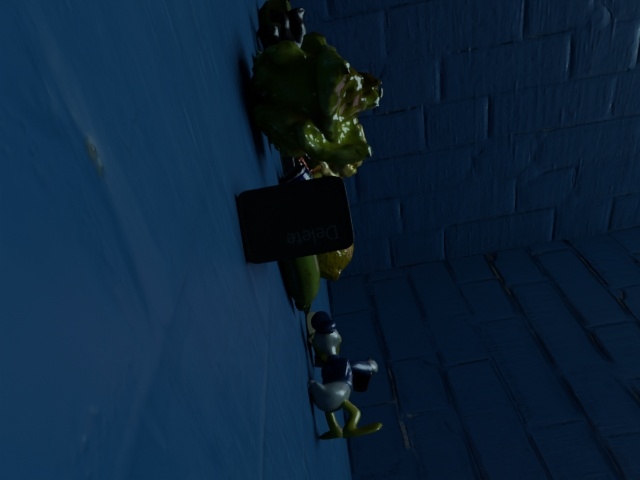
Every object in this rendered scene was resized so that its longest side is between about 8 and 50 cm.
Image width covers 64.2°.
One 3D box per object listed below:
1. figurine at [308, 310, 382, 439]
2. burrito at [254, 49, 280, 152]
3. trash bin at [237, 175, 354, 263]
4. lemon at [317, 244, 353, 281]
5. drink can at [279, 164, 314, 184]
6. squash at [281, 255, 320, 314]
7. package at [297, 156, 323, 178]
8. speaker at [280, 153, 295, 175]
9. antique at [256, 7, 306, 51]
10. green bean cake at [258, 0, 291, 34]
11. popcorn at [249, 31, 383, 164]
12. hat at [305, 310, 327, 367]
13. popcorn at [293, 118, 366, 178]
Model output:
[{"bbox_3d":[0.067,0.355,1.432,0.283,0.204,0.338,-2,70,-57],"label":"figurine"},{"bbox_3d":[-0.135,-0.383,1.400,0.104,0.054,0.288,-88,168,-80],"label":"burrito"},{"bbox_3d":[-0.038,-0.024,0.873,0.225,0.165,0.115,93,-13,-86],"label":"trash bin"},{"bbox_3d":[0.000,0.000,1.463,0.188,0.188,0.257,76,-3,-66],"label":"lemon"},{"bbox_3d":[-0.024,-0.115,1.573,0.235,0.097,0.097,56,11,-22],"label":"drink can"},{"bbox_3d":[-0.046,0.066,1.217,0.094,0.094,0.341,-98,178,-50],"label":"squash"},{"bbox_3d":[-0.049,-0.127,1.719,0.223,0.108,0.288,-10,106,-74],"label":"package"},{"bbox_3d":[-0.117,-0.298,1.739,0.046,0.040,0.191,-90,171,-74],"label":"speaker"},{"bbox_3d":[-0.095,-0.564,1.642,0.322,0.185,0.255,96,-16,-83],"label":"antique"},{"bbox_3d":[-0.148,-0.743,1.894,0.233,0.124,0.236,76,4,-54],"label":"green bean cake"},{"bbox_3d":[-0.017,-0.299,1.157,0.326,0.290,0.321,57,22,-6],"label":"popcorn"},{"bbox_3d":[0.005,0.303,1.612,0.147,0.085,0.175,77,5,-49],"label":"hat"},{"bbox_3d":[-0.004,-0.398,2.071,0.381,0.349,0.349,10,64,-47],"label":"popcorn"}]
